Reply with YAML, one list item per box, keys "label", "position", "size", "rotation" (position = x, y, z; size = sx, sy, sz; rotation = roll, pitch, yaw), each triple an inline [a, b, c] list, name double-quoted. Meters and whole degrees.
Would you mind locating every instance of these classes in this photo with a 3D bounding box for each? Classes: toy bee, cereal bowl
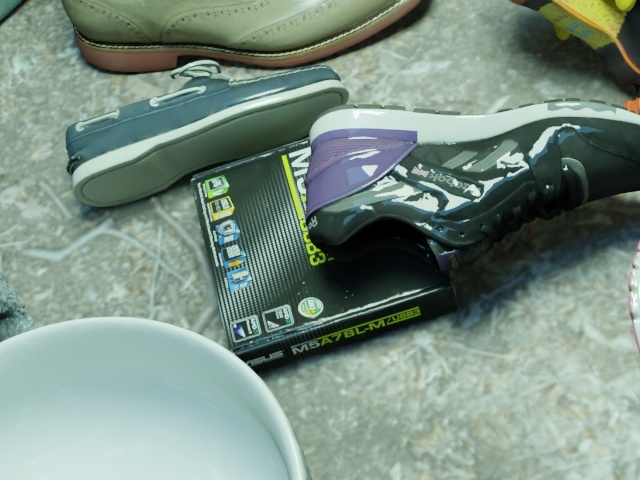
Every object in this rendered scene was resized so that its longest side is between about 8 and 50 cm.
- label: "toy bee"
  position: [0.250, -0.188, 1.242]
  size: [0.298, 0.195, 0.162]
  rotation: [16, 86, 13]
- label: "cereal bowl"
  position: [-0.158, 0.228, 1.078]
  size: [0.339, 0.141, 0.339]
  rotation: [-7, 55, 11]

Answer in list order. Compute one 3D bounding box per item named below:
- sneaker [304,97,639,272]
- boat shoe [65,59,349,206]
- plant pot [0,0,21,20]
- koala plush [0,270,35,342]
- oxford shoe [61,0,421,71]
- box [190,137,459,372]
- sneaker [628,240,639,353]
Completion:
- label: "sneaker"
  position: [0.129, -0.029, 1.174]
  size: [0.283, 0.107, 0.124]
  rotation: [-1, 62, 12]
- label: "boat shoe"
  position: [-0.102, -0.106, 1.329]
  size: [0.254, 0.095, 0.079]
  rotation: [-22, 64, 12]
- label: "plant pot"
  position: [-0.402, -0.333, 1.485]
  size: [0.252, 0.247, 0.248]
  rotation: [-21, 52, -13]
- label: "koala plush"
  position: [-0.340, 0.046, 1.206]
  size: [0.196, 0.221, 0.203]
  rotation: [-21, 53, 2]
- label: "oxford shoe"
  position: [-0.075, -0.237, 1.384]
  size: [0.348, 0.130, 0.123]
  rotation: [-9, 54, 10]
- label: "box"
  position: [0.000, 0.000, 1.252]
  size: [0.184, 0.045, 0.191]
  rotation: [-18, 54, 5]
- label: "sneaker"
  position: [0.277, 0.023, 1.145]
  size: [0.074, 0.063, 0.170]
  rotation: [2, 52, 24]
